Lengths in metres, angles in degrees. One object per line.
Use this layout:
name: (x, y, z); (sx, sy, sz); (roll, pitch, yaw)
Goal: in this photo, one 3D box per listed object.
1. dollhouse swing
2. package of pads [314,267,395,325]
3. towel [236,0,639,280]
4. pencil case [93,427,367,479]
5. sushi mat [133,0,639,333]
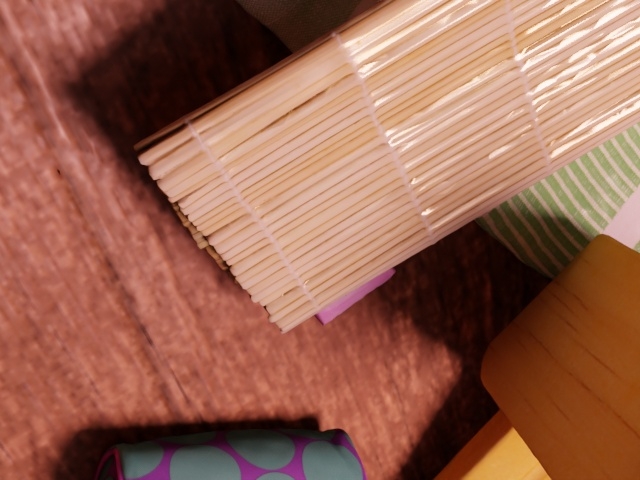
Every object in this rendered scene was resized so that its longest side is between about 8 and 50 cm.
dollhouse swing: (0.227, 0.224, 0.552); (0.347, 0.315, 0.305); (33, 98, -13)
package of pads: (0.000, 0.000, 0.518); (0.050, 0.032, 0.083); (-38, 129, -7)
towel: (0.142, -0.121, 0.533); (0.248, 0.038, 0.325); (-50, 130, 3)
pencil case: (-0.048, 0.139, 0.548); (0.151, 0.064, 0.070); (3, 99, -32)
sushi mat: (0.085, -0.071, 0.442); (0.316, 0.019, 0.151); (-31, 143, 4)
